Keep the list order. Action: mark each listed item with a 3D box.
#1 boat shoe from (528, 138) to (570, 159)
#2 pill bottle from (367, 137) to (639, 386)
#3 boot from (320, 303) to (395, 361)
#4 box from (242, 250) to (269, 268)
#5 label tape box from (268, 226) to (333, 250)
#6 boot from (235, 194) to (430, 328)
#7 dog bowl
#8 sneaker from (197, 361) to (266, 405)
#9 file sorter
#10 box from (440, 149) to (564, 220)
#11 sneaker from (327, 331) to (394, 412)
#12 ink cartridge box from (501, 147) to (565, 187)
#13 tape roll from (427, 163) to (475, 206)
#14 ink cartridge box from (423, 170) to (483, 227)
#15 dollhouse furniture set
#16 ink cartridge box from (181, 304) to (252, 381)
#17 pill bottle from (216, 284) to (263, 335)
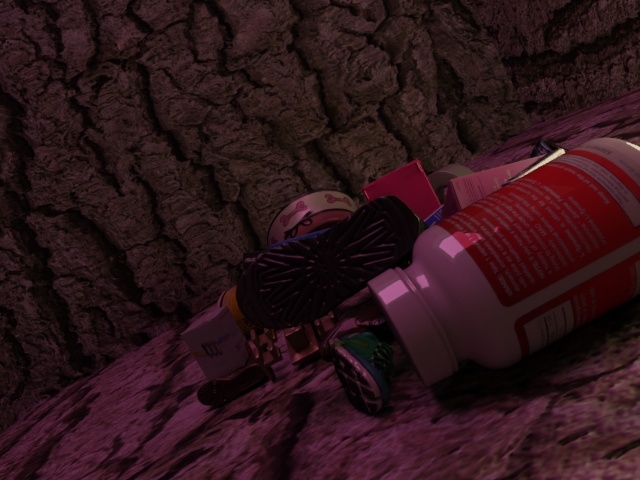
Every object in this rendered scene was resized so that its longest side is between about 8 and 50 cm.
[{"bbox_3d":[0.664,-0.206,1.251,0.108,0.089,0.258,-12,30,-37],"label":"boat shoe"},{"bbox_3d":[0.287,0.040,0.701,0.407,0.229,0.229,-28,6,-1],"label":"pill bottle"},{"bbox_3d":[0.103,0.190,1.022,0.219,0.082,0.106,-29,3,-28],"label":"boot"},{"bbox_3d":[-0.098,0.071,1.649,0.269,0.060,0.216,-5,-10,35],"label":"box"},{"bbox_3d":[0.064,0.041,1.292,0.240,0.106,0.333,-14,-10,40],"label":"label tape box"},{"bbox_3d":[0.081,0.066,1.007,0.366,0.146,0.445,-26,-13,16],"label":"boot"},{"bbox_3d":[0.000,0.000,1.914,0.407,0.408,0.150,-29,48,-3],"label":"dog bowl"},{"bbox_3d":[-0.215,0.363,1.202,0.188,0.066,0.071,-23,-11,5],"label":"sneaker"},{"bbox_3d":[0.306,-0.099,1.591,0.202,0.291,0.182,-26,3,21],"label":"file sorter"},{"bbox_3d":[0.410,-0.073,1.064,0.242,0.118,0.213,-15,-19,3],"label":"box"},{"bbox_3d":[0.080,0.213,0.852,0.109,0.107,0.275,-19,5,-4],"label":"sneaker"},{"bbox_3d":[0.425,-0.040,0.878,0.208,0.206,0.045,-30,-1,-26],"label":"ink cartridge box"},{"bbox_3d":[0.457,-0.150,1.651,0.072,0.219,0.219,-32,7,-34],"label":"tape roll"},{"bbox_3d":[0.358,-0.036,1.278,0.332,0.065,0.165,-42,26,8],"label":"ink cartridge box"},{"bbox_3d":[-0.051,0.244,1.239,0.212,0.161,0.242,-29,28,0],"label":"dollhouse furniture set"},{"bbox_3d":[-0.314,0.312,1.461,0.127,0.176,0.128,-28,5,7],"label":"ink cartridge box"},{"bbox_3d":[-0.200,0.218,1.696,0.333,0.188,0.188,-24,7,36],"label":"pill bottle"}]
